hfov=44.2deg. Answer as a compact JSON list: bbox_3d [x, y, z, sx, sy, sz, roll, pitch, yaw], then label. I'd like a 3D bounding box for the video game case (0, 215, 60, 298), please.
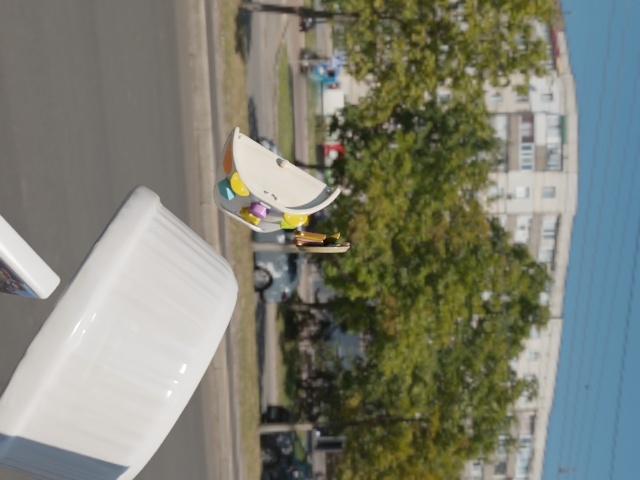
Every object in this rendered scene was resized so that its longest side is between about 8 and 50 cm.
[{"bbox_3d":[-0.301,-0.037,0.554,0.023,0.183,0.201,-58,134,-32],"label":"video game case"}]

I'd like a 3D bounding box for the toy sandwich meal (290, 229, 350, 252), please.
[{"bbox_3d":[0.000,0.000,1.111,0.085,0.085,0.029,-102,-167,-87],"label":"toy sandwich meal"}]

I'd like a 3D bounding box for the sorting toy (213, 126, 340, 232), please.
[{"bbox_3d":[-0.043,-0.028,0.550,0.075,0.083,0.045,-34,-151,60],"label":"sorting toy"}]

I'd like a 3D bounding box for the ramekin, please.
[{"bbox_3d":[-0.181,0.095,0.701,0.273,0.127,0.273,-54,-167,19],"label":"ramekin"}]
